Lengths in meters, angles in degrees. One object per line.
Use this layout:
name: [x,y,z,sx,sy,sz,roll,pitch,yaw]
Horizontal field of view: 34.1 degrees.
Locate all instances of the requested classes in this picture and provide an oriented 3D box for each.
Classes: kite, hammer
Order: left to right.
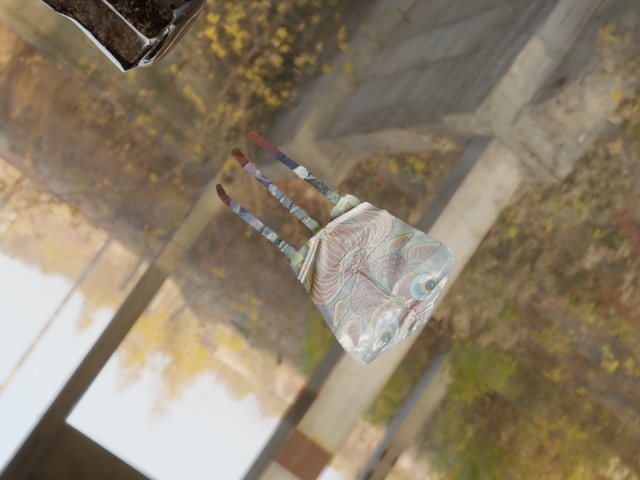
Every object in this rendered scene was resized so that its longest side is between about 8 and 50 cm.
hammer: [-0.182,-0.333,1.062,0.242,0.095,0.409,39,-147,-7]
kite: [-0.001,0.000,0.895,0.229,0.127,0.016,38,-171,14]
